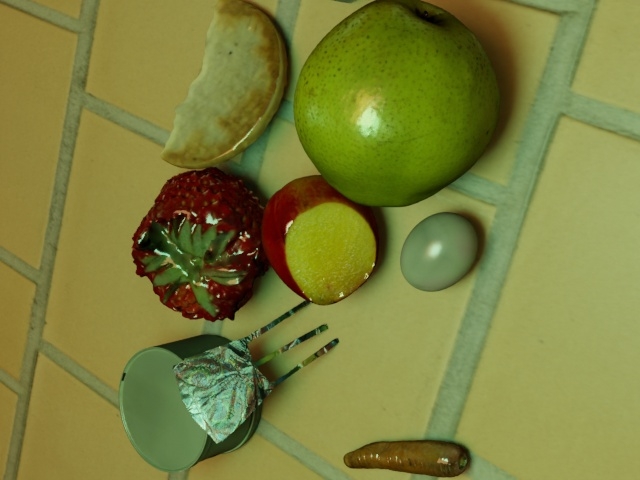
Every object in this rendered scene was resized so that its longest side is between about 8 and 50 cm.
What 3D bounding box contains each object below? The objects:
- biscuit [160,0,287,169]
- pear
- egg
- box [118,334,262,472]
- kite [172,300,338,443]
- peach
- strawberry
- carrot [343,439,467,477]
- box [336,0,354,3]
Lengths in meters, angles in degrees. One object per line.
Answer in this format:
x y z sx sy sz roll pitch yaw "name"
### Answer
-0.148 -0.257 1.597 0.205 0.040 0.308 17 85 33 "biscuit"
0.107 -0.192 1.308 0.294 0.294 0.294 5 99 37 "pear"
0.174 0.018 1.390 0.103 0.103 0.135 51 125 21 "egg"
-0.236 0.291 1.712 0.226 0.149 0.226 5 99 37 "box"
-0.105 0.205 1.583 0.285 0.015 0.152 -33 78 -3 "kite"
0.000 0.000 1.471 0.190 0.190 0.192 -45 50 33 "peach"
-0.195 -0.005 1.625 0.261 0.257 0.261 8 120 14 "strawberry"
0.127 0.347 1.501 0.248 0.059 0.059 -10 90 41 "carrot"
0.050 -0.521 1.418 0.203 0.106 0.251 -28 77 34 "box"
